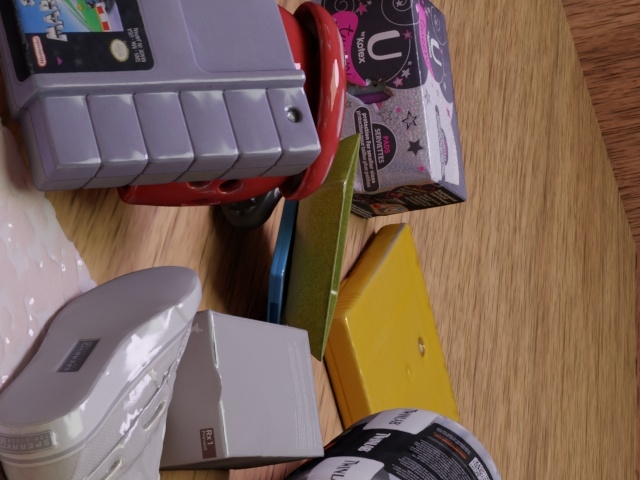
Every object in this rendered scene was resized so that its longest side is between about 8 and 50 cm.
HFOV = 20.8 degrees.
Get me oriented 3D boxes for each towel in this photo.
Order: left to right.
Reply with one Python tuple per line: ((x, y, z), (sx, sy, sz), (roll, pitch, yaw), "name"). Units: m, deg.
((-0.218, 0.120, 1.211), (0.317, 0.053, 0.332), (-80, 154, -48), "towel")

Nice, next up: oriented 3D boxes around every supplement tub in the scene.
((0.047, 0.292, 1.658), (0.338, 0.207, 0.207), (-23, 102, -71), "supplement tub")

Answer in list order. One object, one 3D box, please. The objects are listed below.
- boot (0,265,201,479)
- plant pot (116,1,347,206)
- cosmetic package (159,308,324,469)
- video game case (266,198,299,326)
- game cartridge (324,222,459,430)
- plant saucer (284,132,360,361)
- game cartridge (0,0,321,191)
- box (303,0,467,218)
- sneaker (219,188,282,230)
((-0.147, 0.121, 1.228), (0.258, 0.095, 0.123), (-51, 136, -57), "boot")
((-0.077, -0.118, 1.455), (0.191, 0.174, 0.191), (-175, -90, -76), "plant pot")
((-0.085, 0.136, 1.525), (0.238, 0.107, 0.127), (20, 62, -66), "cosmetic package")
((-0.038, 0.039, 1.737), (0.166, 0.015, 0.119), (95, 4, -51), "video game case")
((0.085, 0.162, 2.109), (0.324, 0.052, 0.285), (-49, 127, -64), "game cartridge")
((0.000, 0.000, 1.749), (0.188, 0.045, 0.188), (-73, 172, -71), "plant saucer")
((-0.147, -0.211, 1.314), (0.230, 0.068, 0.355), (-4, 69, -36), "game cartridge")
((0.081, -0.168, 2.116), (0.163, 0.142, 0.247), (23, 58, -69), "box")
((-0.046, -0.077, 1.788), (0.234, 0.078, 0.106), (-82, 152, -48), "sneaker")
